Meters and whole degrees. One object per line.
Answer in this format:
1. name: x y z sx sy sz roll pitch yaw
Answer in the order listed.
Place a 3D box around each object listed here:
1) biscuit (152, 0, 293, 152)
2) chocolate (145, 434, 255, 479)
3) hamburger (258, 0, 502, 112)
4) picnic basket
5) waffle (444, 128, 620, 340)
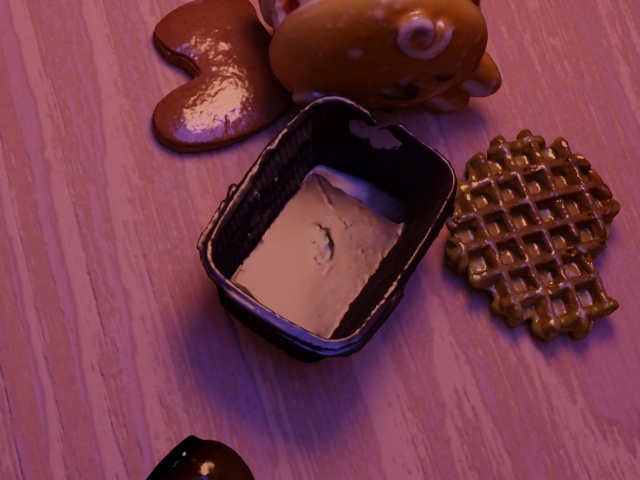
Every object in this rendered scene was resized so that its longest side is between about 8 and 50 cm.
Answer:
1. biscuit: -0.134 -0.203 1.626 0.186 0.036 0.192 -23 73 -20
2. chocolate: -0.114 0.275 1.390 0.133 0.127 0.124 41 94 -8
3. hamburger: 0.077 -0.247 1.592 0.303 0.261 0.186 16 58 -56
4. picnic basket: 0.000 0.000 1.515 0.222 0.129 0.297 33 62 4
5. waffle: 0.267 -0.013 1.629 0.249 0.056 0.253 38 62 4
